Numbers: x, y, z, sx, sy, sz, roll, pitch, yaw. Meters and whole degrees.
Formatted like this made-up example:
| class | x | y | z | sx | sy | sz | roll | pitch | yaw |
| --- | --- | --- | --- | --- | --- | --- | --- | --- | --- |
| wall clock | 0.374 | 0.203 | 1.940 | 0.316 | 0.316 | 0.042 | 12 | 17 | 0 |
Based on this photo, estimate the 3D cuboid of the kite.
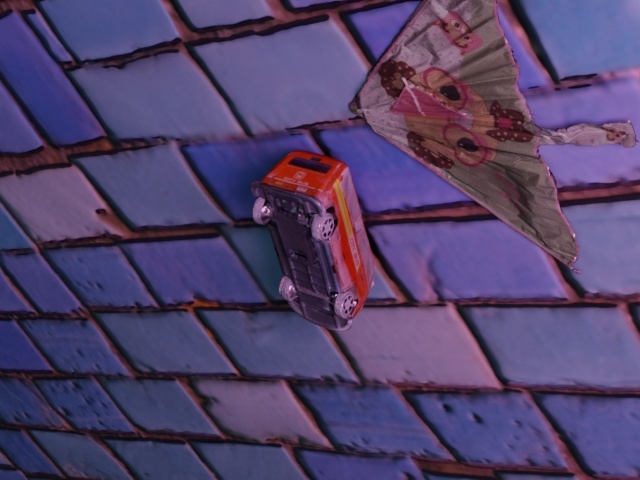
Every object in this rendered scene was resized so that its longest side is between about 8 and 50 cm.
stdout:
| class | x | y | z | sx | sy | sz | roll | pitch | yaw |
| --- | --- | --- | --- | --- | --- | --- | --- | --- | --- |
| kite | 0.126 | -0.093 | 1.180 | 0.268 | 0.013 | 0.323 | 10 | 139 | 36 |

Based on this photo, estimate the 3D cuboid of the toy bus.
| class | x | y | z | sx | sy | sz | roll | pitch | yaw |
| --- | --- | --- | --- | --- | --- | --- | --- | --- | --- |
| toy bus | 0.000 | 0.000 | 1.355 | 0.079 | 0.077 | 0.174 | 16 | 142 | 30 |
